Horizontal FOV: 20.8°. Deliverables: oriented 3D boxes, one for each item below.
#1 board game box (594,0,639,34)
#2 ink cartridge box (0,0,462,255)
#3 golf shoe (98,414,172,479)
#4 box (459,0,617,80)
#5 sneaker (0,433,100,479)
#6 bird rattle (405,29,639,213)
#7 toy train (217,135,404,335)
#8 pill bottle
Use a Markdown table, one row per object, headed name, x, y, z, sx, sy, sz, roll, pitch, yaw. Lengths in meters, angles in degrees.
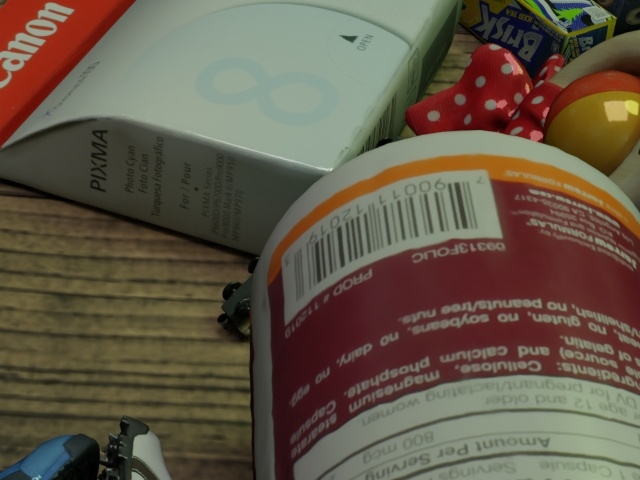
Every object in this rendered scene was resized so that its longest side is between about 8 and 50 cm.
| name | x | y | z | sx | sy | sz | roll | pitch | yaw |
| --- | --- | --- | --- | --- | --- | --- | --- | --- | --- |
| board game box | 0.280 | -0.280 | 1.452 | 0.165 | 0.042 | 0.243 | -7 | 57 | -17 |
| ink cartridge box | -0.122 | -0.146 | 1.230 | 0.385 | 0.091 | 0.308 | 18 | 39 | 10 |
| golf shoe | -0.068 | 0.174 | 0.861 | 0.094 | 0.077 | 0.198 | 7 | 44 | -19 |
| box | 0.151 | -0.183 | 1.345 | 0.054 | 0.059 | 0.169 | -19 | 46 | -28 |
| sneaker | -0.186 | 0.156 | 0.857 | 0.082 | 0.069 | 0.209 | 19 | 40 | 19 |
| bird rattle | 0.160 | -0.047 | 1.081 | 0.143 | 0.207 | 0.253 | 44 | 34 | -20 |
| toy train | 0.000 | 0.000 | 1.057 | 0.158 | 0.036 | 0.027 | -43 | 44 | 0 |
| pill bottle | 0.081 | 0.146 | 0.789 | 0.224 | 0.224 | 0.392 | 3 | 39 | -6 |
